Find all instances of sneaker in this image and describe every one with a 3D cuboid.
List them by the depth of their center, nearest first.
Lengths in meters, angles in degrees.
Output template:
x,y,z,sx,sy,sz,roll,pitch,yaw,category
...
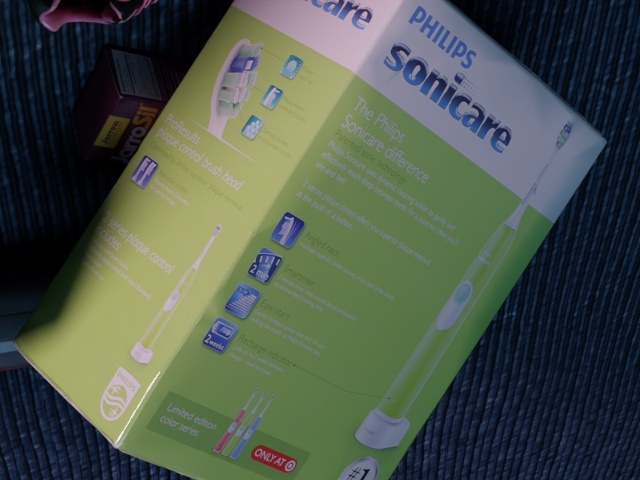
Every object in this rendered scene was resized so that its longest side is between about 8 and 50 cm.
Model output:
x,y,z,sx,sy,sz,roll,pitch,yaw,category
-0.098,-0.133,0.810,0.119,0.057,0.047,-11,140,-15,sneaker

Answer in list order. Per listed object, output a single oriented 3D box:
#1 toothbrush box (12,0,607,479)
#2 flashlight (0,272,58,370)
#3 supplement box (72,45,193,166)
x,y,z,sx,sy,sz,roll,pitch,yaw,category
0.000,0.000,0.878,0.206,0.122,0.283,30,94,-46,toothbrush box
-0.206,0.061,0.972,0.304,0.103,0.103,-8,116,-10,flashlight
-0.092,-0.072,0.897,0.083,0.043,0.055,8,136,-31,supplement box
